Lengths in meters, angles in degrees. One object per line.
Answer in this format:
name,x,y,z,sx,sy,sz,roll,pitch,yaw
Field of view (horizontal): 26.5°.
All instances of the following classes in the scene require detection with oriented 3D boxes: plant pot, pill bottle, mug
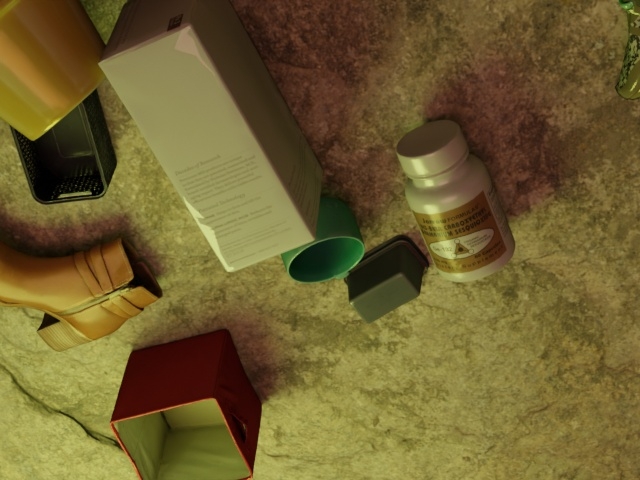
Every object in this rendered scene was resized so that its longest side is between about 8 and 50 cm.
plant pot,-0.421,-0.279,1.887,0.254,0.254,0.239,-36,105,23
pill bottle,0.202,-0.061,2.073,0.131,0.131,0.229,-18,119,14
mug,-0.007,-0.001,2.138,0.130,0.097,0.157,-9,149,-19

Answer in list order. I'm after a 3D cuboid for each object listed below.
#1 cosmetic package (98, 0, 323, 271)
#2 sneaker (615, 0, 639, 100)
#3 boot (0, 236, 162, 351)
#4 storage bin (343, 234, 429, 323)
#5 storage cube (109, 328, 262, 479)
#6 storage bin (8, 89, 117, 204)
cosmetic package,-0.148,-0.174,1.979,0.156,0.217,0.385,-22,117,17
sneaker,0.428,-0.394,1.843,0.182,0.158,0.410,9,115,1
boot,-0.412,0.052,2.199,0.220,0.109,0.283,-26,119,20
storage bin,0.107,0.074,2.190,0.135,0.091,0.098,-30,116,22
storage cube,-0.218,0.292,2.290,0.215,0.193,0.183,-15,120,12
storage bin,-0.394,-0.155,2.083,0.122,0.084,0.180,-6,122,8
